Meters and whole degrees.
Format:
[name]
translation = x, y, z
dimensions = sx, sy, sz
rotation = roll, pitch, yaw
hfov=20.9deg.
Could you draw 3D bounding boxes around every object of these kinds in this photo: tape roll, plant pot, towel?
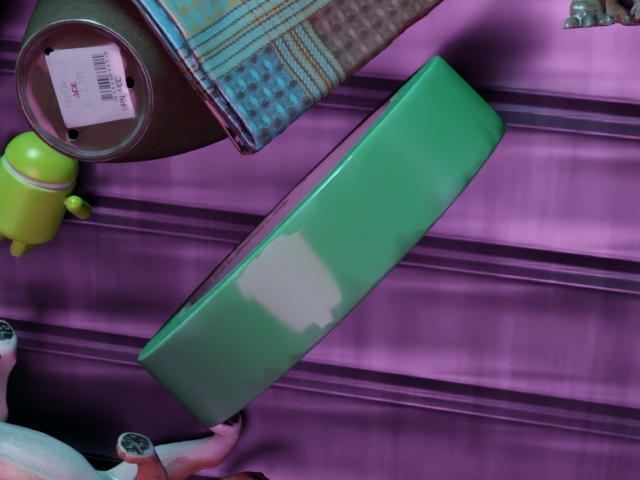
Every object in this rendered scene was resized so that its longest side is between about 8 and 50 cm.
[tape roll]
translation = 0.000, 0.000, 1.304
dimensions = 0.077, 0.321, 0.321
rotation = 44, 117, -5
[plant pot]
translation = -0.137, -0.148, 1.335
dimensions = 0.215, 0.230, 0.215
rotation = 6, 113, 14
[towel]
translation = -0.069, -0.280, 1.261
dimensions = 0.370, 0.271, 0.040
rotation = 54, 151, -9

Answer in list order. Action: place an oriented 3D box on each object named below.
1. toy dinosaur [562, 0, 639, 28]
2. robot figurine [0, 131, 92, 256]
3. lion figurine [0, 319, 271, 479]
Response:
[toy dinosaur]
translation = 0.243, -0.254, 1.234
dimensions = 0.295, 0.127, 0.200
rotation = 4, 99, 51
[robot figurine]
translation = -0.249, -0.044, 1.502
dimensions = 0.101, 0.067, 0.115
rotation = 30, 117, 12
[lion figurine]
translation = -0.255, 0.215, 1.574
dimensions = 0.392, 0.142, 0.240
rotation = 25, 124, 1
